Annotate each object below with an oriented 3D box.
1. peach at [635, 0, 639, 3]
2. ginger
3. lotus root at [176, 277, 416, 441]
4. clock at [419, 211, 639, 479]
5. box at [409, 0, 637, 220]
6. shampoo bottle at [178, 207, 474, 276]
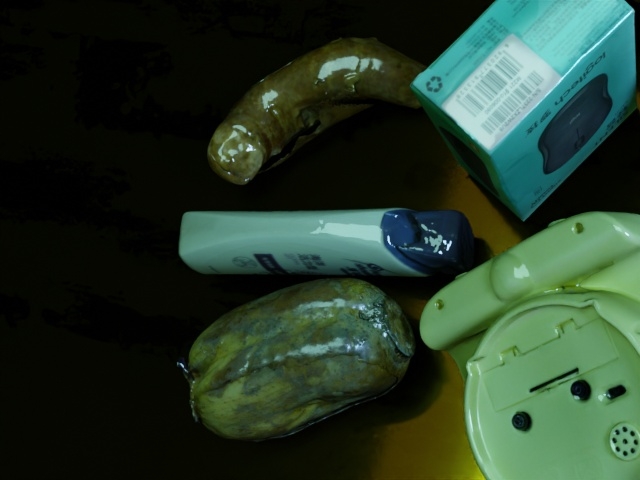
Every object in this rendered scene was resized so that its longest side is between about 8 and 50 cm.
[{"bbox_3d":[0.423,-0.414,1.160,0.302,0.343,0.342,5,73,50],"label":"peach"},{"bbox_3d":[-0.010,-0.180,1.402,0.309,0.107,0.133,-29,49,8],"label":"ginger"},{"bbox_3d":[-0.025,0.137,1.272,0.275,0.160,0.152,-17,42,16],"label":"lotus root"},{"bbox_3d":[0.269,0.166,1.099,0.286,0.117,0.348,-34,65,38],"label":"clock"},{"bbox_3d":[0.233,-0.155,1.168,0.205,0.311,0.118,-43,71,4],"label":"box"},{"bbox_3d":[0.000,0.000,1.317,0.360,0.134,0.078,0,75,24],"label":"shampoo bottle"}]
